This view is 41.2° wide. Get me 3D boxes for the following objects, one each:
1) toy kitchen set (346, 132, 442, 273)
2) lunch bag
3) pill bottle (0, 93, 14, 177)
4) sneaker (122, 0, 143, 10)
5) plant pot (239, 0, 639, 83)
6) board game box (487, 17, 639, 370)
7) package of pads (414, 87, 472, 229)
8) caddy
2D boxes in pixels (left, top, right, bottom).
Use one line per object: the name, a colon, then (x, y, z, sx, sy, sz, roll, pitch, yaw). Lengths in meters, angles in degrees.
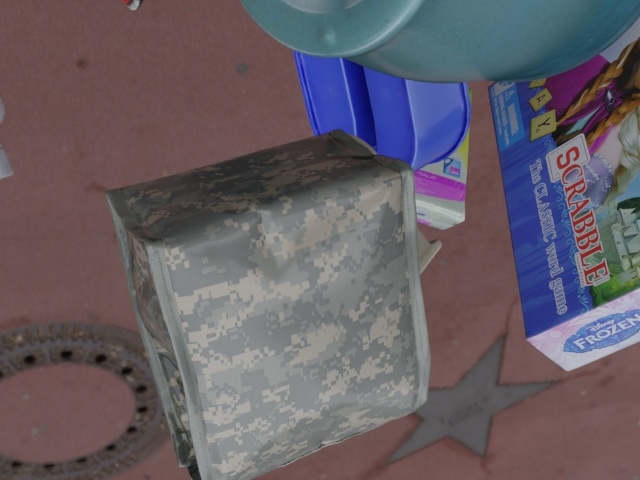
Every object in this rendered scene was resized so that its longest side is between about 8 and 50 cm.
toy kitchen set: (0.000, 0.000, 0.939, 0.122, 0.207, 0.166, -41, 98, -27)
lunch bag: (-0.036, 0.073, 0.763, 0.235, 0.169, 0.287, -18, 117, -20)
pill bottle: (-0.418, -0.169, 0.895, 0.136, 0.136, 0.246, -20, 99, -5)
sneaker: (-0.394, -0.544, 1.709, 0.118, 0.279, 0.107, 30, 89, -14)
plant pot: (0.076, -0.231, 0.587, 0.255, 0.271, 0.272, -23, 144, -48)
board game box: (0.297, -0.095, 0.693, 0.318, 0.319, 0.066, -32, 128, 32)
package of pads: (0.176, -0.190, 1.682, 0.229, 0.296, 0.101, 14, 159, -22)
caddy: (0.104, -0.261, 1.328, 0.179, 0.241, 0.341, -35, 124, -36)
